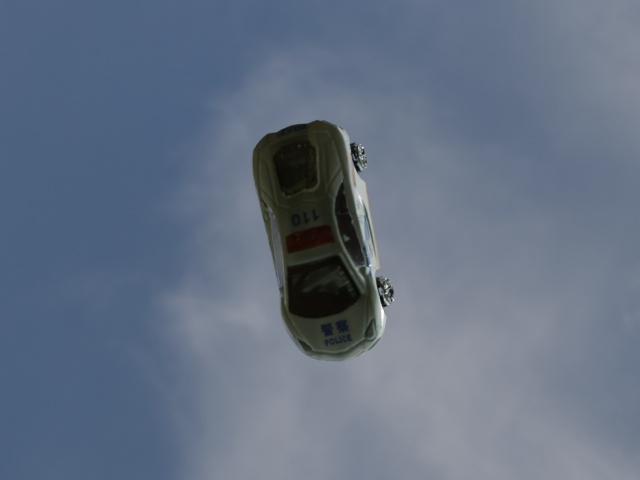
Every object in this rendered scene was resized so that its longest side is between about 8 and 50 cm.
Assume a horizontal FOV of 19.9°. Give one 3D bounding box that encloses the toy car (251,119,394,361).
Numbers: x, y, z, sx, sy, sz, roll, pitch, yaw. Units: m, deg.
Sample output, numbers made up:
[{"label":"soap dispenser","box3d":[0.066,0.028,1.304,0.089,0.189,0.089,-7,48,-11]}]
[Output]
[{"label":"toy car","box3d":[0.000,0.000,1.522,0.095,0.056,0.205,-14,-101,18]}]
